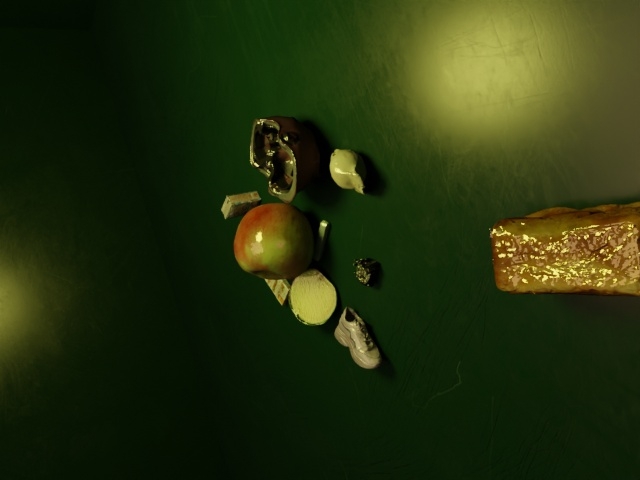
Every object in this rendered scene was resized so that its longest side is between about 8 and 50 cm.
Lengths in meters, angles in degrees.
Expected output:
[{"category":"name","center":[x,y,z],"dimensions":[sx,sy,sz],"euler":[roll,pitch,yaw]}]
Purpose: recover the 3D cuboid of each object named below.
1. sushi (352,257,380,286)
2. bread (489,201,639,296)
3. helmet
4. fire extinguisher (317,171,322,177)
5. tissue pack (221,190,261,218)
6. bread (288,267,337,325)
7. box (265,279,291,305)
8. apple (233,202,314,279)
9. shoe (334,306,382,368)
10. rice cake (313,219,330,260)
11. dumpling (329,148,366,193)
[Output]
[{"category":"sushi","center":[0.155,0.106,1.576],"dimensions":[0.084,0.056,0.083],"euler":[30,133,42]},{"category":"bread","center":[0.539,0.024,0.958],"dimensions":[0.344,0.148,0.195],"euler":[-3,89,54]},{"category":"helmet","center":[-0.108,-0.306,1.641],"dimensions":[0.338,0.197,0.271],"euler":[49,144,27]},{"category":"fire extinguisher","center":[-0.027,-0.245,1.707],"dimensions":[0.083,0.022,0.028],"euler":[5,69,53]},{"category":"tissue pack","center":[-0.360,-0.162,2.064],"dimensions":[0.065,0.155,0.115],"euler":[62,143,18]},{"category":"bread","center":[-0.029,0.226,1.817],"dimensions":[0.228,0.033,0.229],"euler":[-2,86,31]},{"category":"box","center":[-0.210,0.180,2.102],"dimensions":[0.220,0.032,0.122],"euler":[52,139,27]},{"category":"apple","center":[-0.175,0.000,1.762],"dimensions":[0.319,0.319,0.277],"euler":[-17,62,54]},{"category":"shoe","center":[0.143,0.352,1.652],"dimensions":[0.245,0.095,0.138],"euler":[42,136,45]},{"category":"rice cake","center":[0.000,0.000,1.756],"dimensions":[0.042,0.030,0.180],"euler":[38,131,32]},{"category":"dumpling","center":[0.098,-0.219,1.493],"dimensions":[0.111,0.181,0.155],"euler":[-10,131,20]}]
